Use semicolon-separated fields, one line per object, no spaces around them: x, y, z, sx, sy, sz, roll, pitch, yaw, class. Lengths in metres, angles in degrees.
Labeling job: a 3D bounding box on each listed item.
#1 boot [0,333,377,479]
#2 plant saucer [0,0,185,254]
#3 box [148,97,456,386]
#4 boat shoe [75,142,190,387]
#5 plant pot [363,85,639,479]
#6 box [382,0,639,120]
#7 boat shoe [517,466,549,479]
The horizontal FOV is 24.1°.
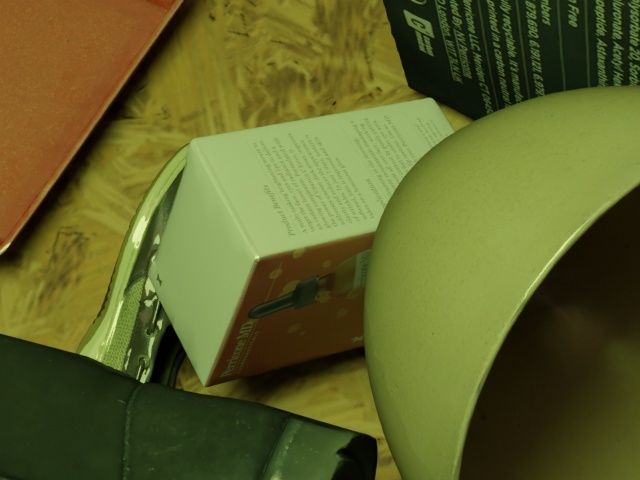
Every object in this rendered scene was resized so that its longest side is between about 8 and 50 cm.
-0.232;0.213;0.825;0.445;0.146;0.367;13;64;17;boot
-0.255;-0.130;1.109;0.259;0.048;0.258;25;71;22;plant saucer
0.000;0.000;0.904;0.170;0.130;0.091;-13;57;-29;box
-0.100;0.046;0.973;0.073;0.080;0.224;19;74;14;boat shoe
0.132;0.033;0.796;0.284;0.284;0.191;-39;42;-9;plant pot
0.351;-0.240;0.891;0.471;0.297;0.480;30;73;25;box
0.130;0.207;0.854;0.056;0.048;0.153;-7;62;9;boat shoe
